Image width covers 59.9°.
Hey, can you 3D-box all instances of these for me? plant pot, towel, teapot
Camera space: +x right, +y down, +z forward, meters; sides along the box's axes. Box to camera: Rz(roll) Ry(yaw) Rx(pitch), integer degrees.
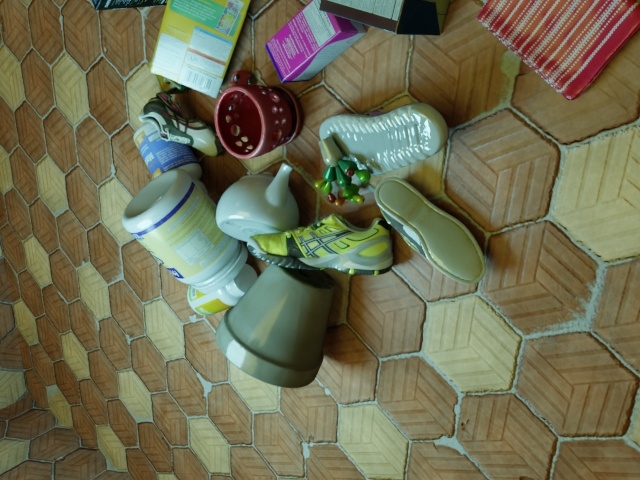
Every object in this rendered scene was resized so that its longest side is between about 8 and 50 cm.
[{"bbox_3d":[-0.098,0.208,1.583,0.323,0.323,0.281,35,108,25],"label":"plant pot"},{"bbox_3d":[0.453,-0.428,1.066,0.275,0.031,0.199,49,128,15],"label":"towel"},{"bbox_3d":[-0.163,-0.326,1.504,0.191,0.174,0.191,14,113,35],"label":"plant pot"},{"bbox_3d":[-0.171,-0.106,1.586,0.255,0.252,0.187,3,70,18],"label":"teapot"}]

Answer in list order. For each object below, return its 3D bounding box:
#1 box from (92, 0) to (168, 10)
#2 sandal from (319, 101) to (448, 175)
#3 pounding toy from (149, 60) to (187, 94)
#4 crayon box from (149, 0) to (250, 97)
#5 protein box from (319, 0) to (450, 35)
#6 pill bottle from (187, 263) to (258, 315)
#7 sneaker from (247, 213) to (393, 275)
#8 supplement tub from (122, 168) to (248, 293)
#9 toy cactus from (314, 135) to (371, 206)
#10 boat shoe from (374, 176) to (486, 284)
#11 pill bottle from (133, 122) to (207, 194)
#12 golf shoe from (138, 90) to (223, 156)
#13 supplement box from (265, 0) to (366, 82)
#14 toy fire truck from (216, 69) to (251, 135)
[{"bbox_3d":[-0.462,-0.730,1.501,0.322,0.257,0.080,-8,102,57],"label":"box"},{"bbox_3d":[0.154,-0.246,1.326,0.416,0.102,0.170,9,131,54],"label":"sandal"},{"bbox_3d":[-0.457,-0.515,1.725,0.130,0.100,0.141,-19,93,42],"label":"pounding toy"},{"bbox_3d":[-0.329,-0.584,1.538,0.202,0.083,0.323,19,128,-16],"label":"crayon box"},{"bbox_3d":[0.142,-0.526,1.169,0.201,0.199,0.136,30,122,28],"label":"protein box"},{"bbox_3d":[-0.317,0.156,1.824,0.245,0.136,0.137,-24,90,41],"label":"pill bottle"},{"bbox_3d":[0.000,0.000,1.463,0.383,0.145,0.147,4,98,3],"label":"sneaker"},{"bbox_3d":[-0.396,-0.022,1.668,0.240,0.241,0.331,-7,132,40],"label":"supplement tub"},{"bbox_3d":[0.040,-0.170,1.403,0.181,0.112,0.219,63,165,-9],"label":"toy cactus"},{"bbox_3d":[0.259,-0.019,1.324,0.116,0.097,0.324,-45,76,-3],"label":"boat shoe"},{"bbox_3d":[-0.479,-0.247,1.803,0.152,0.152,0.272,-34,82,41],"label":"pill bottle"},{"bbox_3d":[-0.431,-0.334,1.721,0.272,0.120,0.105,37,147,-2],"label":"golf shoe"},{"bbox_3d":[-0.015,-0.495,1.367,0.220,0.111,0.114,-26,88,41],"label":"supplement box"},{"bbox_3d":[-0.255,-0.396,1.624,0.135,0.047,0.192,25,106,63],"label":"toy fire truck"}]
